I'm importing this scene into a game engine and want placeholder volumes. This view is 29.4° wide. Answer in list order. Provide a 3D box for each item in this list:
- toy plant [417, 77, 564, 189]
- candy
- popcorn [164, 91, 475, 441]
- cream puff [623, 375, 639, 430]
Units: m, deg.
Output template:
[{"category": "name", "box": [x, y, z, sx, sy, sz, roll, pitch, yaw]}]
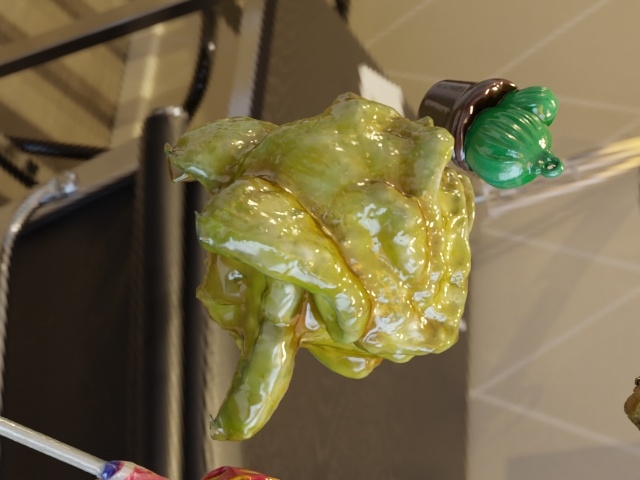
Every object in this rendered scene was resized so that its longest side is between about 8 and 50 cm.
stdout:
[{"category": "toy plant", "box": [0.211, -0.129, 1.416, 0.143, 0.200, 0.105, -46, 143, -22]}, {"category": "candy", "box": [-0.181, 0.223, 1.130, 0.365, 0.124, 0.124, 25, 47, -10]}, {"category": "popcorn", "box": [0.006, 0.009, 1.155, 0.326, 0.290, 0.321, 40, 39, -64]}, {"category": "cream puff", "box": [0.478, 0.231, 1.618, 0.126, 0.103, 0.144, 30, 11, -27]}]
